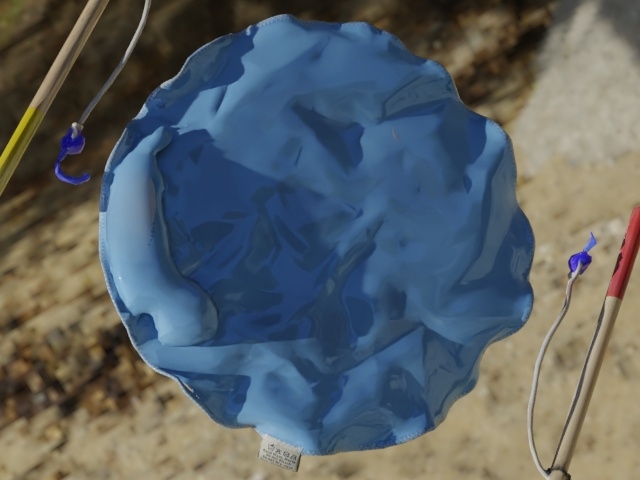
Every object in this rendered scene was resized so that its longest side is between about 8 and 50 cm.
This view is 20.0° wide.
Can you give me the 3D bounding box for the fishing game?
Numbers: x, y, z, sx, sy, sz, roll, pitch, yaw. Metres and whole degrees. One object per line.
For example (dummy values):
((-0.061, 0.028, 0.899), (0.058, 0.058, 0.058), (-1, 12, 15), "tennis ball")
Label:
((0.000, 0.000, 0.739), (0.041, 0.264, 0.189), (135, 158, -65), "fishing game")
